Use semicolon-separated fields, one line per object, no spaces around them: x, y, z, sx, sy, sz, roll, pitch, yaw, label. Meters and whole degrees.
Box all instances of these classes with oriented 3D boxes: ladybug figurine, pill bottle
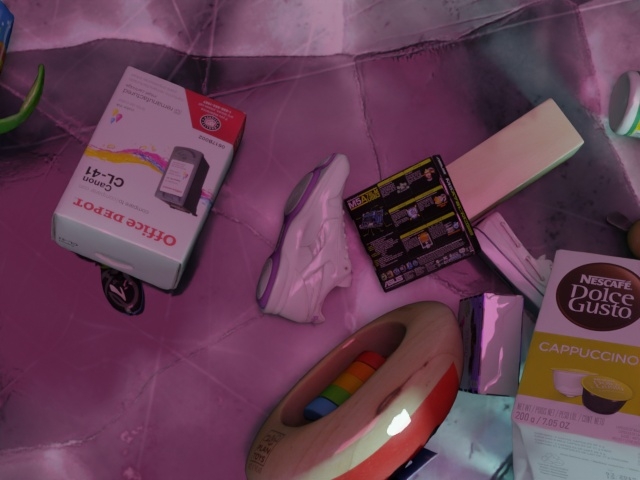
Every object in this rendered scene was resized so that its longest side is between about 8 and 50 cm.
0.070;0.281;1.683;0.449;0.305;0.162;-41;106;-21;ladybug figurine
0.638;-0.233;1.874;0.208;0.117;0.118;10;83;-3;pill bottle

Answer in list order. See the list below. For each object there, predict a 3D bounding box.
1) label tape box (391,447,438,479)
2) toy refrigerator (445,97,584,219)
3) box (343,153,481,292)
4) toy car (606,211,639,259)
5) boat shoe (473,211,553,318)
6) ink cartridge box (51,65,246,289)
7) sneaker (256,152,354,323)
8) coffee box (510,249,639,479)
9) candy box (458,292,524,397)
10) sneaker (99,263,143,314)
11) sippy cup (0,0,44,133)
0.062;0.473;1.685;0.333;0.240;0.106;-34;88;-7;label tape box
0.322;-0.130;1.850;0.269;0.094;0.102;-34;81;-8;toy refrigerator
0.157;-0.027;1.799;0.190;0.045;0.184;-27;83;29;box
0.594;0.016;1.861;0.155;0.149;0.188;-15;57;-10;toy car
0.372;0.059;1.831;0.084;0.095;0.258;-43;90;-4;boat shoe
-0.281;-0.106;1.733;0.226;0.131;0.306;22;62;-4;ink cartridge box
0.000;0.000;1.812;0.152;0.114;0.305;22;87;-16;sneaker
0.495;0.259;1.595;0.337;0.338;0.334;9;51;21;coffee box
0.282;0.178;1.759;0.070;0.196;0.165;5;83;-4;candy box
-0.351;0.036;1.778;0.067;0.078;0.188;-12;85;-6;sneaker
-0.628;-0.313;1.731;0.305;0.240;0.224;32;67;-39;sippy cup
